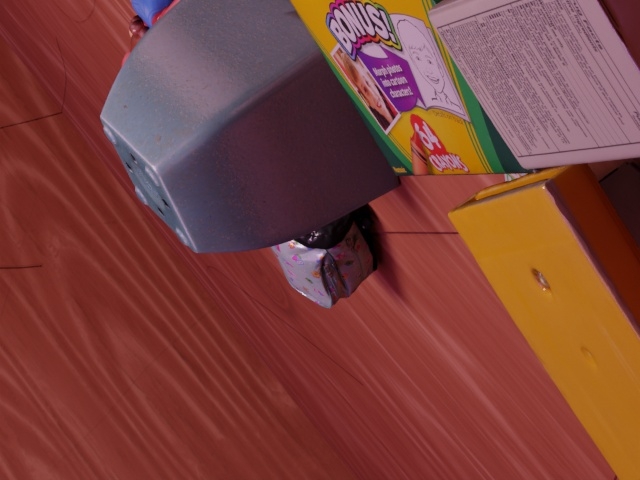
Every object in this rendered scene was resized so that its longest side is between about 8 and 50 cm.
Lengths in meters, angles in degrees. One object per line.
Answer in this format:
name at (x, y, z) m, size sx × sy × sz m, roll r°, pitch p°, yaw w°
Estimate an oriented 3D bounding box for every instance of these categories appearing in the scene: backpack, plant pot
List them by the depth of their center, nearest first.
plant pot at (-0.101, -0.130, 2.219) m, size 0.247 × 0.252 × 0.248 m, roll 42°, pitch 162°, yaw 44°
backpack at (0.000, 0.000, 2.501) m, size 0.152 × 0.115 × 0.182 m, roll 42°, pitch 165°, yaw 35°

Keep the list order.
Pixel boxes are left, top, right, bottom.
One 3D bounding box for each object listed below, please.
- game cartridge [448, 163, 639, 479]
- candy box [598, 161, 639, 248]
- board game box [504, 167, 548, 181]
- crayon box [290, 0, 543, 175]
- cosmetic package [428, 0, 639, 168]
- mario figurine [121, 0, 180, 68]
game cartridge at (0.249, 0.087, 1.640) m, size 0.323 × 0.053 × 0.285 m, roll 56°, pitch 168°, yaw -4°
candy box at (0.296, 0.055, 1.647) m, size 0.165 × 0.070 × 0.196 m, roll 47°, pitch 164°, yaw 34°
board game box at (0.217, -0.033, 1.815) m, size 0.103 × 0.026 × 0.154 m, roll 47°, pitch 165°, yaw 33°
crayon box at (0.078, -0.212, 1.675) m, size 0.313 × 0.106 × 0.363 m, roll 57°, pitch 167°, yaw -10°
cosmetic package at (0.205, -0.146, 1.331) m, size 0.153 × 0.129 × 0.296 m, roll 58°, pitch 168°, yaw -9°
mario figurine at (-0.179, -0.321, 2.407) m, size 0.198 × 0.170 × 0.320 m, roll -85°, pitch -10°, yaw -48°
